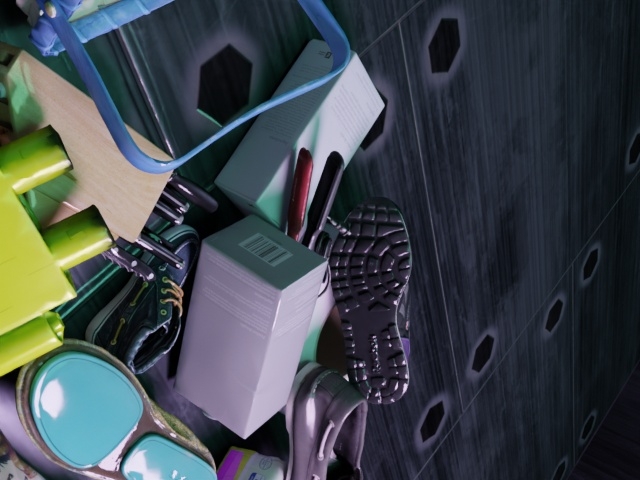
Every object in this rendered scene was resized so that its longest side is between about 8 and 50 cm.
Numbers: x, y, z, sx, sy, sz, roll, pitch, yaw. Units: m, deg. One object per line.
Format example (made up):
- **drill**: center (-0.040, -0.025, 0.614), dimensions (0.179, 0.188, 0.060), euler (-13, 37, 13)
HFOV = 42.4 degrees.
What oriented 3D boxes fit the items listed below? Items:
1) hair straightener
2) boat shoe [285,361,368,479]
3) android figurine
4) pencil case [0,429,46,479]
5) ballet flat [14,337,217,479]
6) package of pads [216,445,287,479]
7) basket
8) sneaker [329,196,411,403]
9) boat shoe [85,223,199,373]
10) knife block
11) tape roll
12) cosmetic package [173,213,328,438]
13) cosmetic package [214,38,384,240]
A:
- **hair straightener**: center (0.000, 0.000, 1.011), dimensions (0.089, 0.047, 0.230), euler (0, 112, -23)
- **boat shoe**: center (0.015, 0.317, 1.157), dimensions (0.112, 0.095, 0.335), euler (-38, 138, -38)
- **android figurine**: center (-0.316, 0.016, 0.675), dimensions (0.272, 0.056, 0.248), euler (-27, 125, -13)
- **pencil case**: center (-0.292, 0.315, 0.816), dimensions (0.183, 0.159, 0.410), euler (-63, 140, -37)
- **ballet flat**: center (-0.236, 0.202, 0.916), dimensions (0.123, 0.123, 0.348), euler (-54, 140, -19)
- **package of pads**: center (-0.124, 0.471, 1.165), dimensions (0.229, 0.101, 0.297), euler (-55, 150, -61)
- **basket**: center (-0.124, -0.228, 0.702), dimensions (0.254, 0.201, 0.289), euler (-35, 94, -37)
- **sneaker**: center (0.076, 0.069, 1.127), dimensions (0.124, 0.107, 0.283), euler (-57, 149, -67)
- **boat shoe**: center (-0.180, 0.068, 0.941), dimensions (0.183, 0.083, 0.065), euler (-55, 143, -18)
- **knife block**: center (-0.208, -0.082, 0.818), dimensions (0.242, 0.088, 0.276), euler (-30, 130, -42)
- **tape roll**: center (0.004, 0.121, 1.205), dimensions (0.286, 0.100, 0.286), euler (-29, 129, -42)
- **cosmetic package**: center (-0.090, 0.107, 1.006), dimensions (0.107, 0.127, 0.238), euler (-33, 147, -48)
- **cosmetic package**: center (-0.022, -0.125, 1.048), dimensions (0.231, 0.085, 0.117), euler (-56, 144, -13)
